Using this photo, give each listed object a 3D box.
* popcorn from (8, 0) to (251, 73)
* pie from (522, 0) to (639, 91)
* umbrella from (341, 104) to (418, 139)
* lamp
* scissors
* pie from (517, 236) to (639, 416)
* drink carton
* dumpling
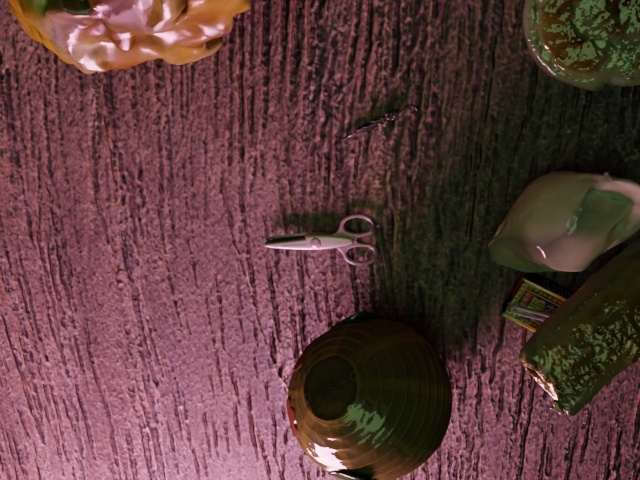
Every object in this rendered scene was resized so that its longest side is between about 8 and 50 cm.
[{"bbox_3d":[-0.249,-0.393,1.192,0.354,0.344,0.390,-45,73,-5],"label":"popcorn"},{"bbox_3d":[0.368,-0.304,1.208,0.240,0.054,0.241,5,114,11],"label":"pie"},{"bbox_3d":[0.081,-0.170,1.364,0.122,0.013,0.022,-20,127,20],"label":"umbrella"},{"bbox_3d":[0.088,0.240,1.433,0.250,0.284,0.250,-13,67,33],"label":"lamp"},{"bbox_3d":[0.000,0.000,1.452,0.176,0.022,0.085,-1,114,12],"label":"scissors"},{"bbox_3d":[0.397,0.113,1.314,0.282,0.068,0.128,-44,83,-2],"label":"pie"},{"bbox_3d":[0.352,0.111,1.386,0.165,0.056,0.071,26,112,3],"label":"drink carton"},{"bbox_3d":[0.345,-0.015,1.312,0.166,0.126,0.216,30,110,-29],"label":"dumpling"}]
